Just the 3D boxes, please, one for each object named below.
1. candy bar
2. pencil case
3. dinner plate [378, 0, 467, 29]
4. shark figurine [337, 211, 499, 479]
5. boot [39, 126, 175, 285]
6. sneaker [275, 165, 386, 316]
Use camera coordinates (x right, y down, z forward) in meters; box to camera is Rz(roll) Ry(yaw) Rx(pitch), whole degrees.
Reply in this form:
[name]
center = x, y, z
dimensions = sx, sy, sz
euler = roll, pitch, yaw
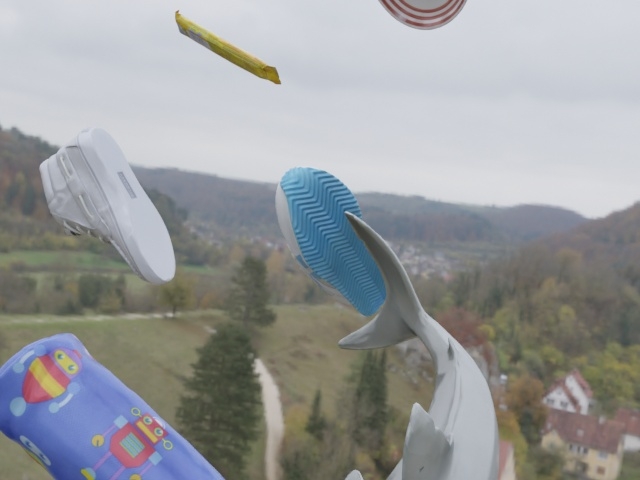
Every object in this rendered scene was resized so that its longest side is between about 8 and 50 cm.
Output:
[candy bar]
center = -0.117, -0.236, 1.001
dimensions = 0.161, 0.018, 0.040
euler = 33, -11, 17
[pencil case]
center = -0.192, 0.224, 0.794
dimensions = 0.306, 0.133, 0.119
euler = 41, 44, 9
[dinner plate]
center = 0.101, -0.286, 0.834
dimensions = 0.017, 0.141, 0.141
euler = -33, 28, -34
[shark figurine]
center = 0.050, 0.100, 0.424
dimensions = 0.166, 0.278, 0.116
euler = 0, -46, 21
[boot]
center = -0.320, -0.031, 1.216
dimensions = 0.123, 0.258, 0.095
euler = -30, -8, 20
[sneaker]
center = 0.000, 0.000, 0.872
dimensions = 0.092, 0.087, 0.229
euler = 28, -20, 37
